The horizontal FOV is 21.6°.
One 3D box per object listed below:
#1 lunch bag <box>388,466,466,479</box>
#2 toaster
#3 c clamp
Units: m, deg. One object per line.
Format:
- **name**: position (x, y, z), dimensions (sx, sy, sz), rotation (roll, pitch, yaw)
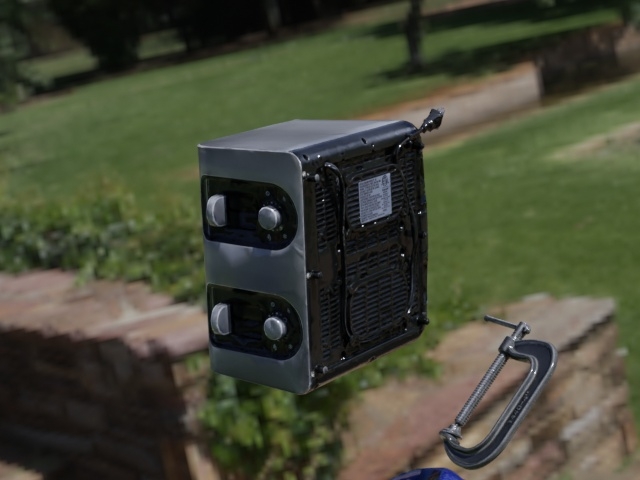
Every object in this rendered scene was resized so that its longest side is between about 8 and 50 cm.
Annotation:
- **lunch bag**: position (0.090, 0.169, 0.555), dimensions (0.138, 0.221, 0.293), rotation (-60, 3, -31)
- **toaster**: position (0.000, 0.000, 1.177), dimensions (0.110, 0.168, 0.185), rotation (7, 16, 34)
- **c clamp**: position (0.159, 0.140, 1.538), dimensions (0.161, 0.022, 0.137), rotation (-57, 26, -18)
